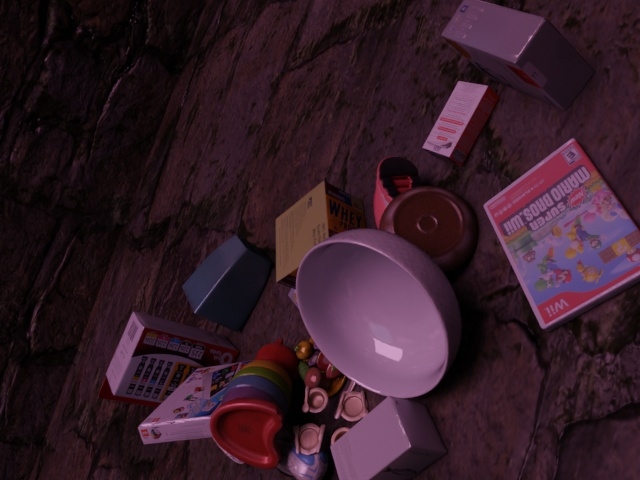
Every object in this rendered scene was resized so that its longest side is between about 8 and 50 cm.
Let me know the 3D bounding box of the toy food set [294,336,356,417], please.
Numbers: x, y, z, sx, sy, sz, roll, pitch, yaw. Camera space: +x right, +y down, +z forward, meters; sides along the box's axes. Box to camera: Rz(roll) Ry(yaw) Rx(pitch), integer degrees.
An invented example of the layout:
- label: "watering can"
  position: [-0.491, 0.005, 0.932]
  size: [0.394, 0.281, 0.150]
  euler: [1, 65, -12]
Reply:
- label: "toy food set"
  position: [-0.004, 0.290, 1.251]
  size: [0.128, 0.071, 0.218]
  euler: [-59, 36, 11]

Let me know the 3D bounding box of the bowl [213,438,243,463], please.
- label: "bowl"
  position: [-0.223, 0.483, 1.397]
  size: [0.170, 0.080, 0.170]
  euler: [30, 136, 33]

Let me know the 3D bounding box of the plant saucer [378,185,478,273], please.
- label: "plant saucer"
  position: [0.215, -0.028, 1.077]
  size: [0.198, 0.036, 0.199]
  euler: [-3, 67, 8]

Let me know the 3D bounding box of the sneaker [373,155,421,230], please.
- label: "sneaker"
  position: [0.182, -0.023, 1.188]
  size: [0.136, 0.115, 0.314]
  euler: [108, 158, -65]

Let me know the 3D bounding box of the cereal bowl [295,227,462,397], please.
- label: "cereal bowl"
  position: [0.122, 0.122, 1.037]
  size: [0.338, 0.141, 0.339]
  euler: [22, 128, 31]

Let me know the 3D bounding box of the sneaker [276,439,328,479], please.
- label: "sneaker"
  position: [-0.062, 0.487, 1.219]
  size: [0.237, 0.085, 0.086]
  euler: [-5, 40, 55]

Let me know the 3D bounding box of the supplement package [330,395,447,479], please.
- label: "supplement package"
  position: [0.122, 0.387, 1.001]
  size: [0.179, 0.105, 0.105]
  euler: [-49, 38, 24]

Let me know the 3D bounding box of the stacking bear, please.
- label: "stacking bear"
  position: [-0.130, 0.350, 1.263]
  size: [0.289, 0.164, 0.176]
  euler: [-61, -21, -63]

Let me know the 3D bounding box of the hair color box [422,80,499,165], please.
- label: "hair color box"
  position: [0.305, -0.256, 1.178]
  size: [0.167, 0.053, 0.093]
  euler: [-61, 36, 5]

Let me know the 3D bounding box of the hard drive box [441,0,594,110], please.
- label: "hard drive box"
  position: [0.373, -0.363, 1.039]
  size: [0.089, 0.181, 0.232]
  euler: [-56, 35, 14]

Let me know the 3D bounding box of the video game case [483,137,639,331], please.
- label: "video game case"
  position: [0.412, -0.016, 0.923]
  size: [0.204, 0.025, 0.285]
  euler: [-41, 42, 31]

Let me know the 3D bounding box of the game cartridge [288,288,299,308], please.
- label: "game cartridge"
  position: [-0.056, 0.145, 1.454]
  size: [0.056, 0.017, 0.083]
  euler: [-57, 36, 7]

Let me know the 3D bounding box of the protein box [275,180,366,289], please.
- label: "protein box"
  position: [0.000, 0.000, 1.358]
  size: [0.201, 0.135, 0.200]
  euler: [-36, 44, 37]

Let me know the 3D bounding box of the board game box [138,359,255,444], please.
- label: "board game box"
  position: [-0.287, 0.395, 1.350]
  size: [0.192, 0.305, 0.053]
  euler: [-11, 99, 16]

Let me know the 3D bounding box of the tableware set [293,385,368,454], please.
- label: "tableware set"
  position: [0.021, 0.384, 1.145]
  size: [0.168, 0.020, 0.141]
  euler: [-3, 57, 22]

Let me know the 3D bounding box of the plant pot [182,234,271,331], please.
- label: "plant pot"
  position: [-0.270, 0.115, 1.630]
  size: [0.234, 0.165, 0.165]
  euler: [-54, 36, 6]

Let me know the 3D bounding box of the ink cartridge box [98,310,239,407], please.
- label: "ink cartridge box"
  position: [-0.437, 0.385, 1.559]
  size: [0.130, 0.309, 0.272]
  euler: [26, 92, 55]
